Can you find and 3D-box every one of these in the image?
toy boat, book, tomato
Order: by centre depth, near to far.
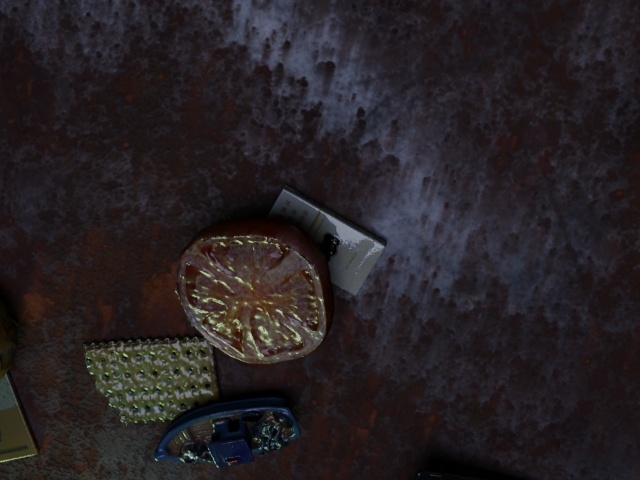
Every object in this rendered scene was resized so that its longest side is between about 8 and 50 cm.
[{"bbox_3d":[-0.081,0.058,1.660,0.236,0.095,0.237,10,124,14],"label":"tomato"},{"bbox_3d":[-0.140,0.294,1.754,0.223,0.097,0.100,-14,125,10],"label":"toy boat"},{"bbox_3d":[-0.520,0.268,1.849,0.118,0.012,0.172,-13,107,13],"label":"book"}]

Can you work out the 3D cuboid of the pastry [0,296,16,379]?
[{"bbox_3d":[-0.561,0.135,1.759,0.218,0.100,0.229,-10,107,15],"label":"pastry"}]

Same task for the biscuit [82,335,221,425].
[{"bbox_3d":[-0.250,0.211,1.791,0.203,0.016,0.144,-6,108,9],"label":"biscuit"}]

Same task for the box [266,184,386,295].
[{"bbox_3d":[0.000,0.000,1.680,0.167,0.024,0.090,30,111,-3],"label":"box"}]

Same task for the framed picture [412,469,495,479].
[{"bbox_3d":[0.208,0.495,1.791,0.244,0.013,0.324,12,112,-16],"label":"framed picture"}]
